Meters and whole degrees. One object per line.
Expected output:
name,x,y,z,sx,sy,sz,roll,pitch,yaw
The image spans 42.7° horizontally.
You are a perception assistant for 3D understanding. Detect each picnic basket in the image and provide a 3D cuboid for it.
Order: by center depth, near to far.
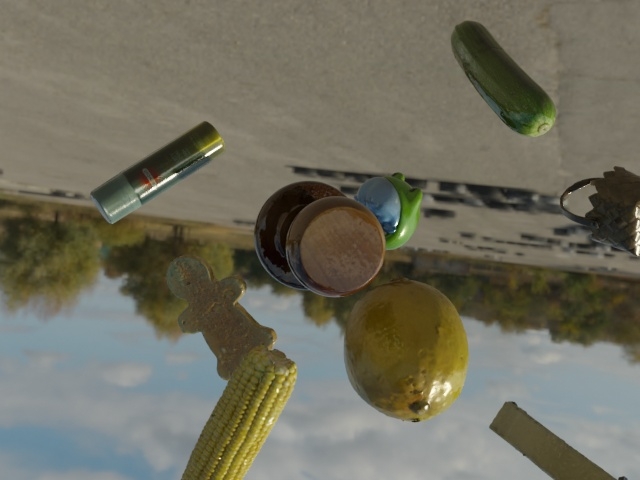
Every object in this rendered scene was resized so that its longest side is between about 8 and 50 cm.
picnic basket,0.519,-0.066,1.477,0.128,0.137,0.178,-32,-141,-22

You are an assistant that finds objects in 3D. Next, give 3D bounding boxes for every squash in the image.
squash,0.233,-0.213,1.069,0.066,0.066,0.229,7,-140,-30

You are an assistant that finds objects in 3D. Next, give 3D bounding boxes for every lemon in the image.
lemon,0.154,0.198,1.484,0.236,0.236,0.263,6,-147,18

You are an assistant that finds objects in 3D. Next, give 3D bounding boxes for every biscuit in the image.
biscuit,-0.183,0.124,1.447,0.153,0.234,0.030,-40,180,16

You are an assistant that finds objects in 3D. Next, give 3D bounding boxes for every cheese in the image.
cheese,0.467,0.431,1.627,0.034,0.085,0.400,39,179,-27

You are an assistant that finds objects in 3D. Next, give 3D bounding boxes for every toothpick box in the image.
toothpick box,0.000,0.000,1.342,0.192,0.192,0.294,6,-176,-14

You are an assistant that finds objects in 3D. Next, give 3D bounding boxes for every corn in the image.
corn,-0.109,0.246,1.067,0.081,0.248,0.081,26,-162,-9

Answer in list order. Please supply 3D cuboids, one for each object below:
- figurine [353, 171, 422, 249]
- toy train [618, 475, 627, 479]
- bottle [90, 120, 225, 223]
figurine,0.107,-0.027,1.752,0.143,0.263,0.162,34,-171,-31
toy train,0.642,0.544,1.748,0.017,0.083,0.017,38,139,-17
bottle,-0.332,-0.141,1.683,0.286,0.082,0.082,-35,-167,-17
